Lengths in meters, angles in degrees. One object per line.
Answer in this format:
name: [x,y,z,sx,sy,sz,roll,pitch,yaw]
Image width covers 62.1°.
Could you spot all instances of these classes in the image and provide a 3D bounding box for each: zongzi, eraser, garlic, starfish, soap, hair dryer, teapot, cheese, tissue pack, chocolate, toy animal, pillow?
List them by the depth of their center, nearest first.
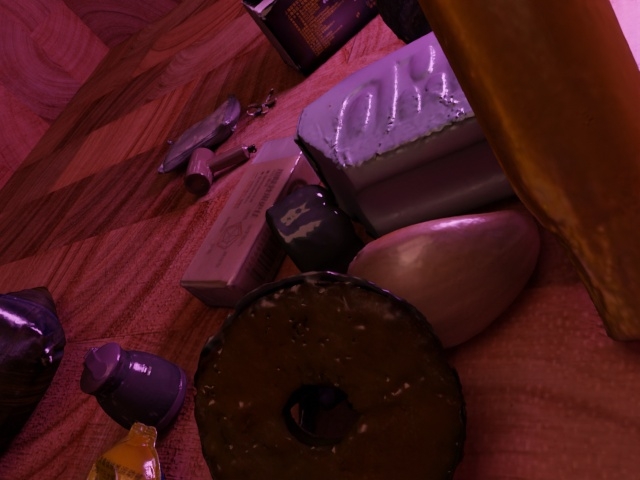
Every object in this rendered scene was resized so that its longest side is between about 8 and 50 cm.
chocolate: [0.215,-0.124,0.503,0.162,0.162,0.446,-24,85,24]
garlic: [0.137,0.037,0.615,0.244,0.146,0.164,-25,9,19]
toy animal: [-0.040,0.185,0.671,0.232,0.085,0.148,7,47,47]
cheese: [-0.276,0.378,0.690,0.176,0.069,0.271,-6,60,41]
soap: [0.174,-0.169,0.745,0.445,0.156,0.262,-20,43,29]
teapot: [-0.286,0.205,0.804,0.116,0.146,0.148,-37,37,8]
eraser: [-0.107,-0.043,0.944,0.144,0.078,0.344,-2,52,41]
zongzi: [-0.685,0.285,1.098,0.404,0.207,0.432,-61,21,-7]
hair dryer: [-0.223,-0.182,1.211,0.181,0.064,0.117,-19,40,17]
tissue pack: [0.022,-0.599,1.267,0.370,0.210,0.198,-40,33,3]
starfish: [-0.137,-0.335,1.302,0.091,0.028,0.078,-3,58,37]
pillow: [-0.302,-0.267,1.363,0.254,0.059,0.169,-31,38,18]

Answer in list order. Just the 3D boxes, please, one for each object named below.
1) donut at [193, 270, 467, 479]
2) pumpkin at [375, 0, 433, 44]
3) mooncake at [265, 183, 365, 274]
donut: [0.008,0.160,0.534,0.271,0.107,0.273,-1,88,19]
pumpkin: [0.245,-0.473,0.894,0.327,0.257,0.292,-21,55,21]
mooncake: [0.000,0.000,0.772,0.104,0.168,0.175,-33,69,-4]
